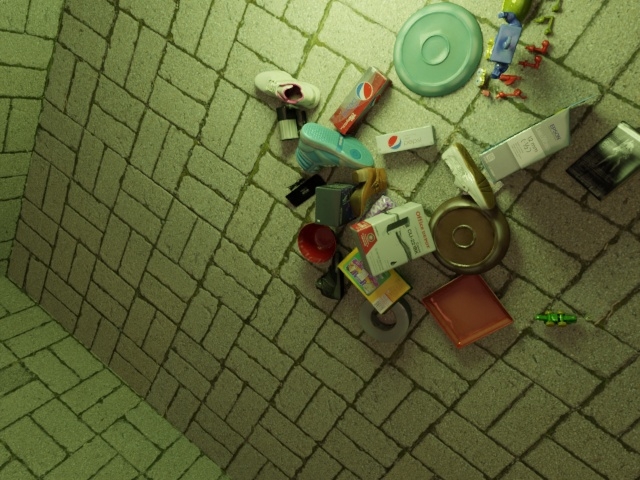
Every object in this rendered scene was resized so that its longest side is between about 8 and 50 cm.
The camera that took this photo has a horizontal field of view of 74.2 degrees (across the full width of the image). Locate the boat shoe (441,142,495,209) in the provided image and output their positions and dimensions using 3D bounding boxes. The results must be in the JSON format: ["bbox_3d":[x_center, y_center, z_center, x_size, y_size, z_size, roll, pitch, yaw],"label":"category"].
[{"bbox_3d":[0.539,-0.222,1.555,0.096,0.098,0.276,-38,70,42],"label":"boat shoe"}]

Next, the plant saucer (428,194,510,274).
[{"bbox_3d":[0.548,-0.016,1.602,0.311,0.050,0.310,6,102,32],"label":"plant saucer"}]

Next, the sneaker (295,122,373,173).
[{"bbox_3d":[0.045,-0.337,1.743,0.319,0.127,0.208,26,143,-6],"label":"sneaker"}]

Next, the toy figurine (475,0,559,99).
[{"bbox_3d":[0.623,-0.636,1.338,0.191,0.217,0.362,21,112,17],"label":"toy figurine"}]

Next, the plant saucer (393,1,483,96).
[{"bbox_3d":[0.412,-0.682,1.516,0.318,0.044,0.317,7,107,22],"label":"plant saucer"}]

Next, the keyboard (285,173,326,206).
[{"bbox_3d":[-0.072,-0.233,1.865,0.192,0.038,0.100,-32,113,26],"label":"keyboard"}]

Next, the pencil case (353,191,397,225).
[{"bbox_3d":[0.223,-0.096,1.733,0.086,0.088,0.206,39,118,-6],"label":"pencil case"}]

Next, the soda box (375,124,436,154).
[{"bbox_3d":[0.326,-0.384,1.620,0.216,0.069,0.073,-6,101,24],"label":"soda box"}]

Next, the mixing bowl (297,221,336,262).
[{"bbox_3d":[0.000,0.000,1.852,0.182,0.098,0.181,6,106,21],"label":"mixing bowl"}]

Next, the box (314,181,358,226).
[{"bbox_3d":[0.068,-0.149,1.719,0.108,0.207,0.153,9,108,23],"label":"box"}]

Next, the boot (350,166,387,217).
[{"bbox_3d":[0.199,-0.194,1.689,0.073,0.153,0.197,28,123,49],"label":"boot"}]

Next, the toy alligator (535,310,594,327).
[{"bbox_3d":[0.900,0.295,1.567,0.190,0.056,0.051,-4,144,23],"label":"toy alligator"}]

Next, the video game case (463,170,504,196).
[{"bbox_3d":[0.608,-0.193,1.581,0.087,0.011,0.122,44,117,7],"label":"video game case"}]

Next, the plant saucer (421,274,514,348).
[{"bbox_3d":[0.586,0.271,1.697,0.259,0.048,0.258,-38,87,28],"label":"plant saucer"}]

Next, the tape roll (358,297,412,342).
[{"bbox_3d":[0.281,0.327,1.833,0.219,0.072,0.219,6,107,21],"label":"tape roll"}]

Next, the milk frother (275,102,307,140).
[{"bbox_3d":[-0.126,-0.489,1.748,0.129,0.143,0.134,-5,100,18],"label":"milk frother"}]

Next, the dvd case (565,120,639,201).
[{"bbox_3d":[0.939,-0.255,1.363,0.221,0.018,0.164,-49,45,27],"label":"dvd case"}]

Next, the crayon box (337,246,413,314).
[{"bbox_3d":[0.224,0.149,1.753,0.165,0.081,0.278,-44,73,9],"label":"crayon box"}]

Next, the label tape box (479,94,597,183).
[{"bbox_3d":[0.705,-0.323,1.368,0.348,0.249,0.115,-26,92,27],"label":"label tape box"}]

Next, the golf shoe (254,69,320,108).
[{"bbox_3d":[-0.154,-0.626,1.727,0.306,0.140,0.115,22,113,18],"label":"golf shoe"}]

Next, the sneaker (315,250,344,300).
[{"bbox_3d":[0.038,0.155,1.884,0.131,0.087,0.227,6,112,16],"label":"sneaker"}]

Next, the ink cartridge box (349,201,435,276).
[{"bbox_3d":[0.281,-0.009,1.635,0.273,0.114,0.196,-23,104,-6],"label":"ink cartridge box"}]

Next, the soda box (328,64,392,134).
[{"bbox_3d":[0.154,-0.540,1.644,0.092,0.083,0.263,45,117,7],"label":"soda box"}]
